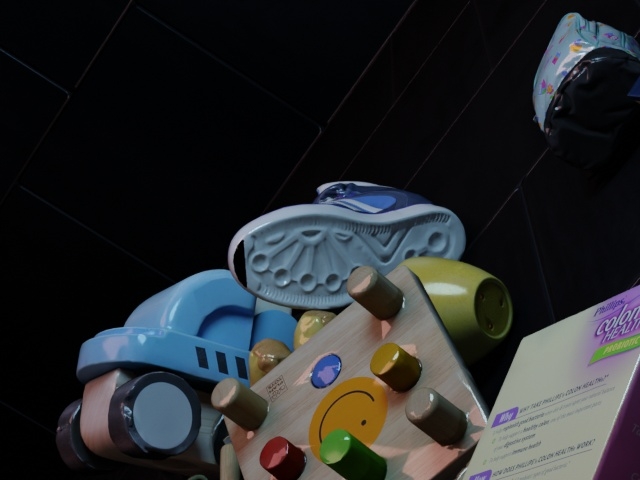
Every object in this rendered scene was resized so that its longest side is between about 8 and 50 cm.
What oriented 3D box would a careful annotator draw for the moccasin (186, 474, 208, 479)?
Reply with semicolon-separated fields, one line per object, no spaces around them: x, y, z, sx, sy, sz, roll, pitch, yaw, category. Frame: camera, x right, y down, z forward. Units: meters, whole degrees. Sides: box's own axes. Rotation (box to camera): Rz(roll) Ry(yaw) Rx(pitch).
-0.136;0.376;1.952;0.139;0.147;0.380;-59;11;-8;moccasin

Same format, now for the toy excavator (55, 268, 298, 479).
-0.096;0.110;2.096;0.222;0.433;0.445;-24;54;57;toy excavator

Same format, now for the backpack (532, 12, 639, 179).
0.293;-0.171;1.700;0.152;0.115;0.182;-55;8;25;backpack

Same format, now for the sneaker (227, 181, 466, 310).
0.000;-0.001;2.015;0.236;0.323;0.130;-160;65;-63;sneaker

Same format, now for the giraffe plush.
0.000;0.210;1.852;0.210;0.181;0.170;-47;32;-2;giraffe plush

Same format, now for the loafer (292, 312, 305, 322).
-0.015;0.176;2.272;0.170;0.062;0.061;-86;-9;-56;loafer

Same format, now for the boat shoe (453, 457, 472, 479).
0.116;0.281;1.313;0.285;0.089;0.104;-57;-16;-14;boat shoe

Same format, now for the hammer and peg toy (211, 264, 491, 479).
-0.012;0.206;1.542;0.361;0.127;0.266;-40;39;13;hammer and peg toy

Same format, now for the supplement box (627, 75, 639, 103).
0.346;-0.144;1.462;0.083;0.083;0.056;-57;11;1;supplement box

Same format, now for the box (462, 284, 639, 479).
0.198;0.173;1.124;0.243;0.117;0.213;-63;12;-26;box

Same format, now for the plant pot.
0.145;0.078;1.666;0.095;0.134;0.134;-10;43;43;plant pot
